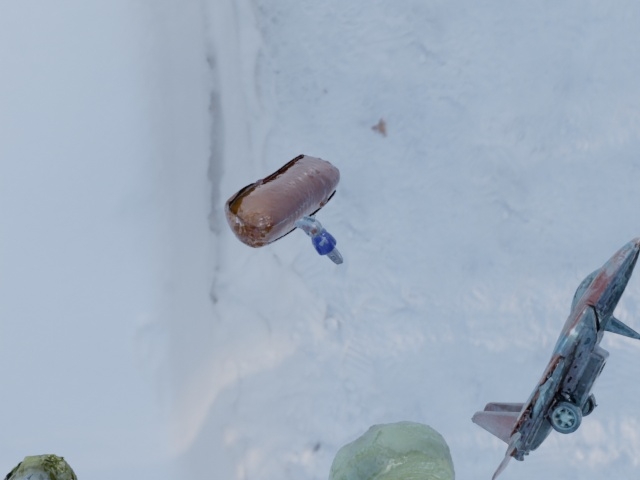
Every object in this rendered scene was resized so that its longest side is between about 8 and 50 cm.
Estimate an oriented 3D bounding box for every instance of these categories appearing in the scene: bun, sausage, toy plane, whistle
[{"bbox_3d":[0.095,0.341,1.150,0.118,0.195,0.196,49,135,48],"label":"bun"},{"bbox_3d":[-0.053,-0.065,1.285,0.102,0.330,0.102,8,111,20],"label":"sausage"},{"bbox_3d":[0.307,0.145,0.951,0.104,0.223,0.326,40,110,22],"label":"toy plane"},{"bbox_3d":[0.000,0.000,0.980,0.033,0.029,0.083,-17,123,38],"label":"whistle"}]

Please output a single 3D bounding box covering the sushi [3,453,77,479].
[{"bbox_3d":[-0.360,0.389,1.015,0.139,0.291,0.131,-41,119,9],"label":"sushi"}]
